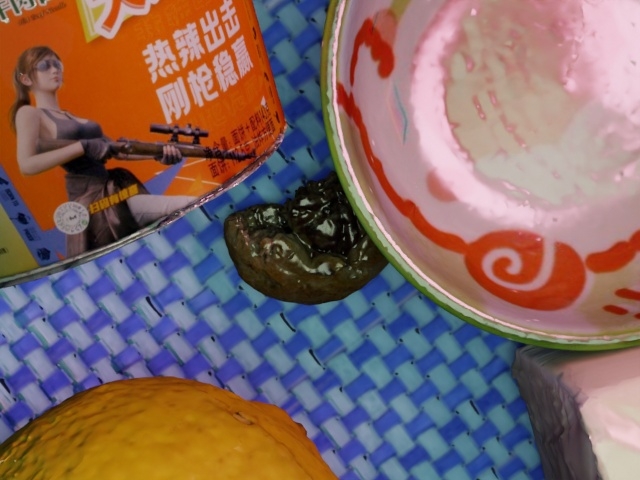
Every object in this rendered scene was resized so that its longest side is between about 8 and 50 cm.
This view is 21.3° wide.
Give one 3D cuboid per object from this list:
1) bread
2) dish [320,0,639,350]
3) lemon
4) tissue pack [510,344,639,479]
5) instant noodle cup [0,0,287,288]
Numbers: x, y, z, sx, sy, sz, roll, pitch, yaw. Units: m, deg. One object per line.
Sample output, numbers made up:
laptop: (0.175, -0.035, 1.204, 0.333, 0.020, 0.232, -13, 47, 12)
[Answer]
bread: (0.000, 0.000, 1.082, 0.113, 0.060, 0.082, -28, 97, -3)
dish: (0.153, -0.097, 1.057, 0.324, 0.124, 0.324, 0, 90, -6)
lemon: (-0.098, 0.217, 0.995, 0.293, 0.293, 0.293, -1, 98, -6)
tissue pack: (0.343, 0.166, 1.064, 0.380, 0.207, 0.297, -17, 100, -3)
instant noodle cup: (-0.157, -0.116, 0.951, 0.296, 0.296, 0.214, -24, 106, -2)
